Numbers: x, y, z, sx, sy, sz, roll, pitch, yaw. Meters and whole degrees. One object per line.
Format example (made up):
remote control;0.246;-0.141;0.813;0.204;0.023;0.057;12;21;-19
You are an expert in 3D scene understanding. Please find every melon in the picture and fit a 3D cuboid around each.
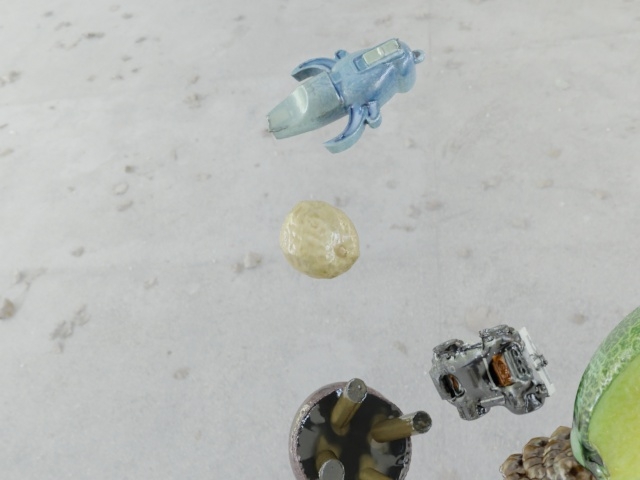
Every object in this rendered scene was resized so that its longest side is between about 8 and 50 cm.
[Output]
melon;0.488;0.173;0.781;0.343;0.331;0.226;-19;68;2

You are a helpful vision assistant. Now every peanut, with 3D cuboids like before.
peanut;0.000;0.000;1.093;0.159;0.109;0.141;24;95;9

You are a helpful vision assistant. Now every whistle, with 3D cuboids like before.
whistle;0.040;-0.233;0.912;0.269;0.093;0.180;-25;62;7

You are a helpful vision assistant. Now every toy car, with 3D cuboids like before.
toy car;0.371;0.295;1.319;0.118;0.301;0.193;-22;83;-36

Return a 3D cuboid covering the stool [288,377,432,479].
stool;0.082;0.417;1.182;0.272;0.178;0.272;6;69;-17

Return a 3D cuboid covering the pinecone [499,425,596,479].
pinecone;0.467;0.513;0.950;0.384;0.384;0.385;-7;46;8
